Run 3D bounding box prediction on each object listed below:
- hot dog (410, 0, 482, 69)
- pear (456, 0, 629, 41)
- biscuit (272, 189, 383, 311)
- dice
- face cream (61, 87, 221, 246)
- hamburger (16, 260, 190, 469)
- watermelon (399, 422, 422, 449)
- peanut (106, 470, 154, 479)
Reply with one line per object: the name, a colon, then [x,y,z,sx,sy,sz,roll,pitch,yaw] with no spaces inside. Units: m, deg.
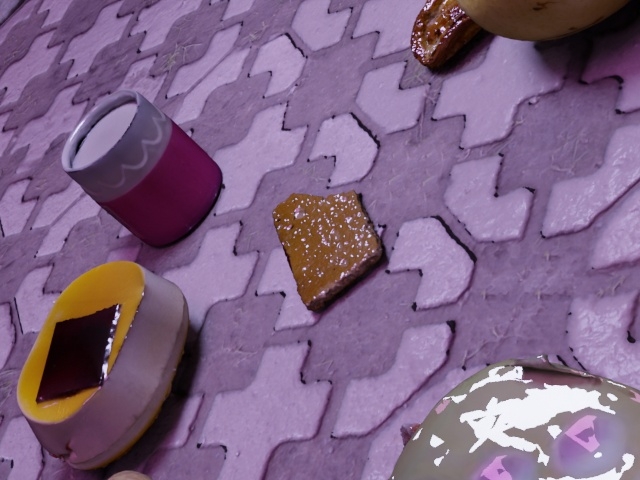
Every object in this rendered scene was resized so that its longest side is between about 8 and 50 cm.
hot dog: [0.186,-0.306,1.850,0.147,0.065,0.099,-40,44,8]
pear: [0.288,-0.402,1.634,0.309,0.309,0.309,-29,38,26]
biscuit: [0.008,-0.009,1.781,0.131,0.026,0.237,-38,34,12]
dice: [0.209,0.258,1.079,0.252,0.254,0.250,12,68,51]
face cream: [-0.277,-0.113,2.052,0.175,0.195,0.175,-30,36,25]
hamburger: [-0.290,0.171,1.827,0.227,0.151,0.295,-7,46,37]
watermelon: [0.139,0.248,1.324,0.081,0.094,0.180,-44,49,1]
peanut: [-0.228,0.375,1.565,0.129,0.129,0.224,-31,35,23]
